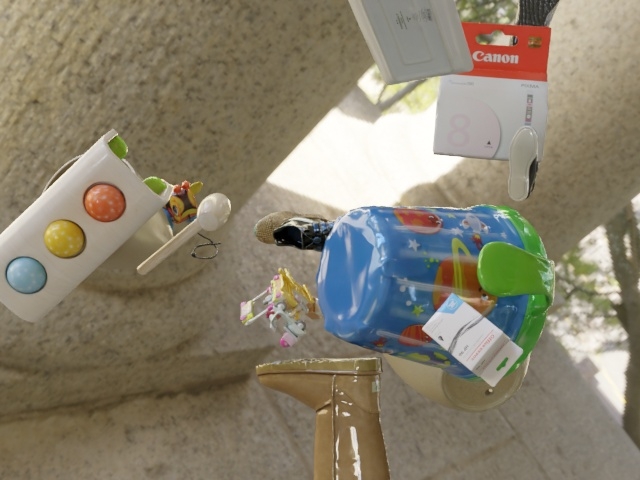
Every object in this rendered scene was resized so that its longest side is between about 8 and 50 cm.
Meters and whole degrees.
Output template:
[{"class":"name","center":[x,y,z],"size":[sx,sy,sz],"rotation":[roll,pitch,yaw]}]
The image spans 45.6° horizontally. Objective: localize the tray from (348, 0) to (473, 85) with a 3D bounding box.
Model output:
[{"class":"tray","center":[0.119,-0.319,1.082],"size":[0.270,0.145,0.030],"rotation":[56,35,-49]}]

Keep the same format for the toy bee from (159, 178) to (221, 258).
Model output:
[{"class":"toy bee","center":[-0.365,-0.100,1.973],"size":[0.299,0.162,0.195],"rotation":[19,40,20]}]

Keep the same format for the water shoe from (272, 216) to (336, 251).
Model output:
[{"class":"water shoe","center":[0.000,0.000,1.467],"size":[0.080,0.203,0.072],"rotation":[-27,115,-50]}]

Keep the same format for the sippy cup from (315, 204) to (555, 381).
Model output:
[{"class":"sippy cup","center":[0.125,0.054,0.960],"size":[0.224,0.305,0.240],"rotation":[10,42,-27]}]

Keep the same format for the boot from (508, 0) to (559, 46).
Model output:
[{"class":"boot","center":[0.413,-0.421,1.531],"size":[0.084,0.246,0.161],"rotation":[19,-17,6]}]

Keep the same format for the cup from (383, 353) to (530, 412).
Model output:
[{"class":"cup","center":[0.295,0.217,1.564],"size":[0.331,0.331,0.237],"rotation":[36,15,-19]}]

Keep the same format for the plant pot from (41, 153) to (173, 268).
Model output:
[{"class":"plant pot","center":[-0.462,-0.037,1.769],"size":[0.256,0.257,0.274],"rotation":[58,6,24]}]

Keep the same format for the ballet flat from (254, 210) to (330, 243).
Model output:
[{"class":"ballet flat","center":[-0.046,-0.025,1.614],"size":[0.067,0.073,0.206],"rotation":[20,20,40]}]

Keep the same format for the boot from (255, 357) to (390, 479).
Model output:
[{"class":"boot","center":[0.000,0.320,1.187],"size":[0.089,0.236,0.269],"rotation":[9,77,-55]}]

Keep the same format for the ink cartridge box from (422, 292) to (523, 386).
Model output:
[{"class":"ink cartridge box","center":[0.145,0.095,0.730],"size":[0.083,0.048,0.028],"rotation":[40,0,35]}]

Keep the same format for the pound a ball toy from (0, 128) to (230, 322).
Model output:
[{"class":"pound a ball toy","center":[-0.311,-0.004,1.099],"size":[0.208,0.319,0.135],"rotation":[47,11,-16]}]

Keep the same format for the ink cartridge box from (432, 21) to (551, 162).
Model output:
[{"class":"ink cartridge box","center":[0.296,-0.256,1.310],"size":[0.189,0.232,0.066],"rotation":[5,11,5]}]

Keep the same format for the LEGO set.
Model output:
[{"class":"LEGO set","center":[-0.080,0.135,1.500],"size":[0.132,0.107,0.287],"rotation":[55,7,2]}]

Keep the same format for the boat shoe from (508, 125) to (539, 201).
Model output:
[{"class":"boat shoe","center":[0.334,-0.126,1.240],"size":[0.046,0.125,0.038],"rotation":[14,25,36]}]
